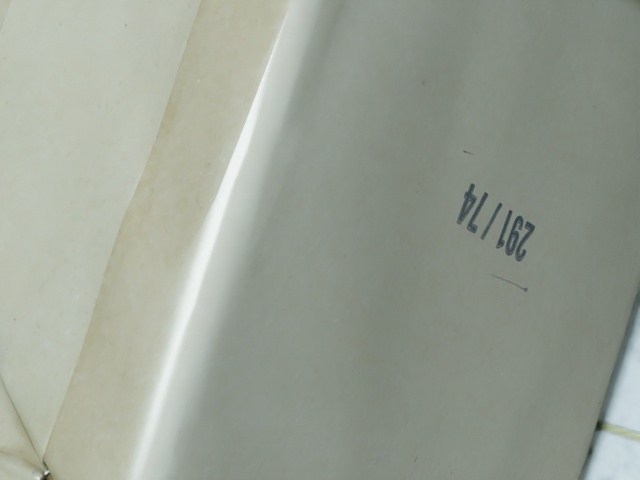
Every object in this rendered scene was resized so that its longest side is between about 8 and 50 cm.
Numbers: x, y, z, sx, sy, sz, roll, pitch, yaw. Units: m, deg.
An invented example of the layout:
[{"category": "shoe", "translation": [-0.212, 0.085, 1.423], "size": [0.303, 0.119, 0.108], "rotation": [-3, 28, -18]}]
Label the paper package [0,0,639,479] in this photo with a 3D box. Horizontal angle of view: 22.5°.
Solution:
[{"category": "paper package", "translation": [0.000, 0.000, 0.696], "size": [0.168, 0.325, 0.309], "rotation": [15, 87, 36]}]
